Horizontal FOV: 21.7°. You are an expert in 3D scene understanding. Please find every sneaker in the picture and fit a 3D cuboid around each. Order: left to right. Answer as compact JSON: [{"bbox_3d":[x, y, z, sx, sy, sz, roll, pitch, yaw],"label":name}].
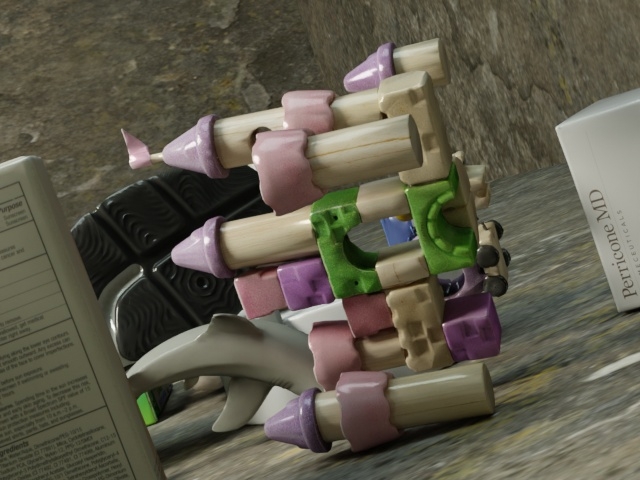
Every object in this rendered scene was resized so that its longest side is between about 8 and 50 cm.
[{"bbox_3d":[-0.236,0.097,1.687,0.447,0.169,0.257,-42,1,-22],"label":"sneaker"}]

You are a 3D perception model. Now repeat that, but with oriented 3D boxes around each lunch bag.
[{"bbox_3d":[0.109,-0.018,1.644,0.065,0.067,0.098,-15,7,33],"label":"lunch bag"}]

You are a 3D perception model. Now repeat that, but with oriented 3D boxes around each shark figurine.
[{"bbox_3d":[-0.109,0.109,1.502,0.278,0.166,0.116,-16,-25,-9],"label":"shark figurine"}]

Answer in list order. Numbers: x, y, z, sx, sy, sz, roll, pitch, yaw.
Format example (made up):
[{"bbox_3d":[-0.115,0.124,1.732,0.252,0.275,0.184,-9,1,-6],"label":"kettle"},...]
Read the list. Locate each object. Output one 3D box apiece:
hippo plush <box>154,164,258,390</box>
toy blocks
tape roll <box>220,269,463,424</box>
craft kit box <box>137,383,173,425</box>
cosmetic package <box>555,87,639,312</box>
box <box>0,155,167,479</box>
[{"bbox_3d":[-0.093,0.024,1.911,0.294,0.236,0.234,-8,16,-11],"label":"hippo plush"},{"bbox_3d":[0.000,0.000,1.424,0.260,0.288,0.309,-12,22,15],"label":"toy blocks"},{"bbox_3d":[0.029,0.093,1.710,0.286,0.100,0.286,-19,5,2],"label":"tape roll"},{"bbox_3d":[-0.309,0.213,1.997,0.250,0.061,0.246,-19,7,0],"label":"craft kit box"},{"bbox_3d":[0.426,-0.081,1.520,0.366,0.197,0.155,-19,5,28],"label":"cosmetic package"},{"bbox_3d":[-0.224,0.102,1.256,0.148,0.311,0.121,-20,4,-3],"label":"box"}]
